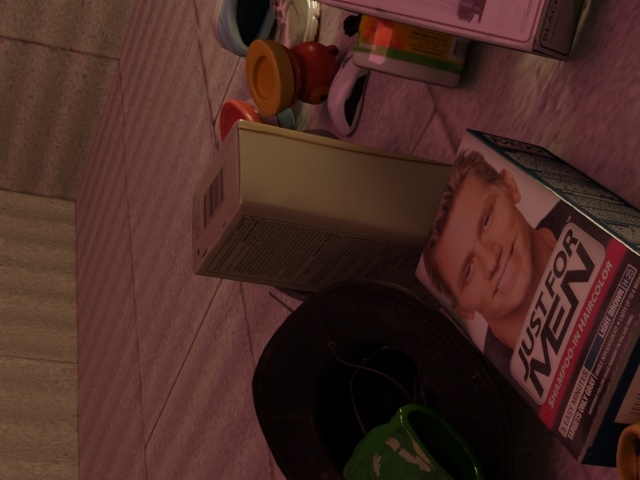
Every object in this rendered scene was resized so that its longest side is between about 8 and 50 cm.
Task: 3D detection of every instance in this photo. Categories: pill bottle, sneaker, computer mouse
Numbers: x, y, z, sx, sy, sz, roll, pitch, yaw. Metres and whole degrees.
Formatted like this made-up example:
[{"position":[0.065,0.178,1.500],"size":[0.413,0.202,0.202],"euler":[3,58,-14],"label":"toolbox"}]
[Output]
[{"position":[0.130,-0.318,1.237],"size":[0.136,0.136,0.245],"euler":[-148,69,-66],"label":"pill bottle"},{"position":[-0.109,-0.520,1.928],"size":[0.150,0.135,0.365],"euler":[46,133,54],"label":"sneaker"},{"position":[0.043,-0.254,1.542],"size":[0.106,0.042,0.193],"euler":[-154,74,-66],"label":"computer mouse"},{"position":[-0.064,-0.431,1.769],"size":[0.099,0.121,0.262],"euler":[175,103,-68],"label":"sneaker"}]

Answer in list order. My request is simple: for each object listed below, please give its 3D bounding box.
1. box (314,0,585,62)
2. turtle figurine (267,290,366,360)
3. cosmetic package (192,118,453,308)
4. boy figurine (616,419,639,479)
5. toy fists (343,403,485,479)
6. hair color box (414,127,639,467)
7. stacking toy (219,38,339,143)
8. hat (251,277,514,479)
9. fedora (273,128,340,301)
[{"position":[0.142,-0.302,1.087],"size":[0.290,0.087,0.169],"euler":[21,102,35],"label":"box"},{"position":[0.012,0.064,1.277],"size":[0.175,0.118,0.234],"euler":[-108,-9,-54],"label":"turtle figurine"},{"position":[0.027,-0.020,1.141],"size":[0.160,0.310,0.113],"euler":[132,141,-51],"label":"cosmetic package"},{"position":[0.270,0.263,0.734],"size":[0.177,0.092,0.285],"euler":[157,116,-67],"label":"boy figurine"},{"position":[0.128,0.289,0.947],"size":[0.279,0.096,0.142],"euler":[48,118,23],"label":"toy fists"},{"position":[0.216,0.038,0.930],"size":[0.347,0.105,0.173],"euler":[-126,50,-61],"label":"hair color box"},{"position":[-0.041,-0.163,1.686],"size":[0.279,0.130,0.309],"euler":[69,154,13],"label":"stacking toy"},{"position":[0.087,0.180,1.099],"size":[0.331,0.134,0.331],"euler":[13,111,36],"label":"hat"},{"position":[-0.008,-0.051,1.383],"size":[0.124,0.244,0.275],"euler":[-51,-49,-48],"label":"fedora"}]
